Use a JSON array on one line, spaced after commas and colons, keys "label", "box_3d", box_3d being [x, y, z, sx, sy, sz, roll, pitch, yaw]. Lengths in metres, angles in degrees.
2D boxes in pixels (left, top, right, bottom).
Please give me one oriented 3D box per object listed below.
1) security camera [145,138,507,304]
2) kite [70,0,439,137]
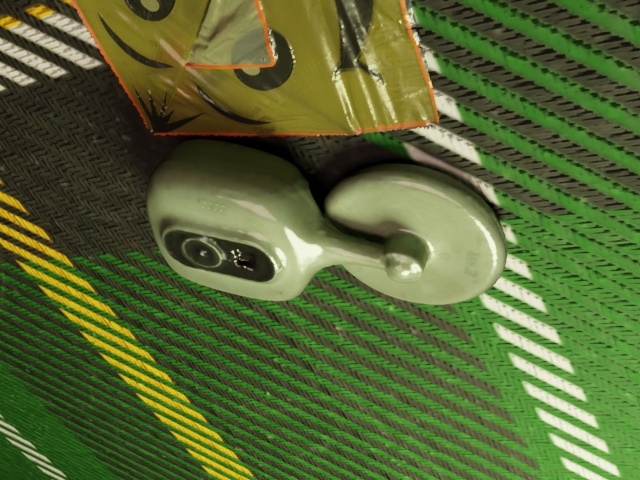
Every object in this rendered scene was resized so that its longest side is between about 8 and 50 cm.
[{"label": "security camera", "box_3d": [0.000, 0.000, 0.738, 0.301, 0.080, 0.157, 10, 139, 15]}, {"label": "kite", "box_3d": [-0.083, -0.172, 0.636, 0.377, 0.013, 0.327, 30, 143, -5]}]
